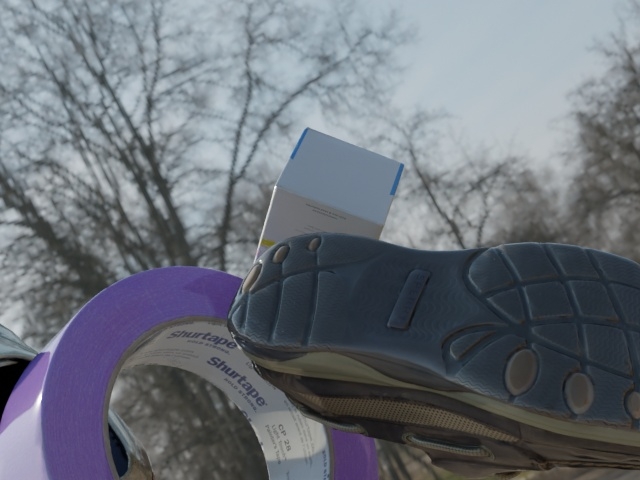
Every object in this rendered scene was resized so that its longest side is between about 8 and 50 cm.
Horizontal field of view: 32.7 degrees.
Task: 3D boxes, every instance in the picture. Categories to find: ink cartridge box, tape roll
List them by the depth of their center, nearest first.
[{"bbox_3d":[-0.091,0.160,0.804,0.274,0.275,0.090,-16,-16,-45],"label":"tape roll"},{"bbox_3d":[0.000,0.000,0.898,0.092,0.090,0.143,-68,-3,-50],"label":"ink cartridge box"}]

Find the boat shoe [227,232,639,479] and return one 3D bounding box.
[{"bbox_3d":[0.111,0.082,0.713,0.132,0.355,0.130,-58,-36,-32],"label":"boat shoe"}]

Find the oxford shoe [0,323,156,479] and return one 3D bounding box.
[{"bbox_3d":[-0.308,0.113,0.949,0.140,0.397,0.146,-57,-8,-31],"label":"oxford shoe"}]
